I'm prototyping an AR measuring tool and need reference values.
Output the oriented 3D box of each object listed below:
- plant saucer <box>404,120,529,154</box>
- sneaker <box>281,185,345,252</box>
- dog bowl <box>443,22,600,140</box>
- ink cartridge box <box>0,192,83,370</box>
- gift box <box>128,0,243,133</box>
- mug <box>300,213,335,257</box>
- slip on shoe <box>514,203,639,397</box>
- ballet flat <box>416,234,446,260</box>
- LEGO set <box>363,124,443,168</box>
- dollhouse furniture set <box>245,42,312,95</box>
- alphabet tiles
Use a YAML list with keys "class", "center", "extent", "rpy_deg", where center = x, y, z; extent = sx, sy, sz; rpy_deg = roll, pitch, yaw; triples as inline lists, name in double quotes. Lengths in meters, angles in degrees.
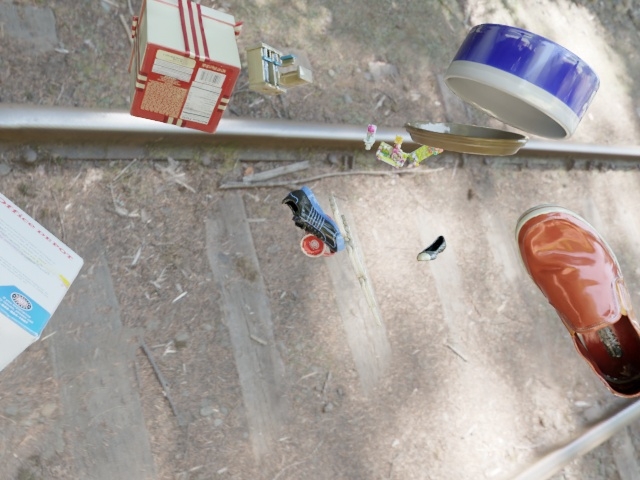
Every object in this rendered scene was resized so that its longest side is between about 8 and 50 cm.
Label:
- class: "plant saucer"
  center: [0.329, -0.237, 1.133]
  extent: [0.278, 0.278, 0.041]
  rpy_deg: [-9, 115, -37]
- class: "sneaker"
  center: [-0.023, -0.049, 1.457]
  extent: [0.090, 0.081, 0.232]
  rpy_deg: [-31, 78, -25]
- class: "dog bowl"
  center: [0.376, -0.297, 0.938]
  extent: [0.265, 0.265, 0.104]
  rpy_deg: [22, 102, -28]
- class: "ink cartridge box"
  center: [-0.451, 0.066, 0.629]
  extent: [0.168, 0.232, 0.171]
  rpy_deg: [-41, 112, 4]
- class: "gift box"
  center: [-0.332, -0.464, 1.234]
  extent: [0.255, 0.276, 0.258]
  rpy_deg: [10, 49, -33]
- class: "mug"
  center: [0.003, -0.009, 1.758]
  extent: [0.150, 0.113, 0.169]
  rpy_deg: [29, 25, -4]
- class: "slip on shoe"
  center: [0.403, 0.091, 0.741]
  extent: [0.331, 0.123, 0.101]
  rpy_deg: [59, 23, -7]
- class: "ballet flat"
  center: [0.327, 0.027, 1.466]
  extent: [0.173, 0.058, 0.049]
  rpy_deg: [-26, 114, -54]
- class: "LEGO set"
  center: [0.272, -0.277, 1.498]
  extent: [0.107, 0.287, 0.132]
  rpy_deg: [-56, 150, -68]
- class: "dollhouse furniture set"
  center: [-0.116, -0.536, 1.524]
  extent: [0.129, 0.184, 0.129]
  rpy_deg: [-12, 98, -63]
- class: "alphabet tiles"
  center: [0.077, 0.036, 1.065]
  extent: [0.021, 0.284, 0.277]
  rpy_deg: [-21, 104, 5]
